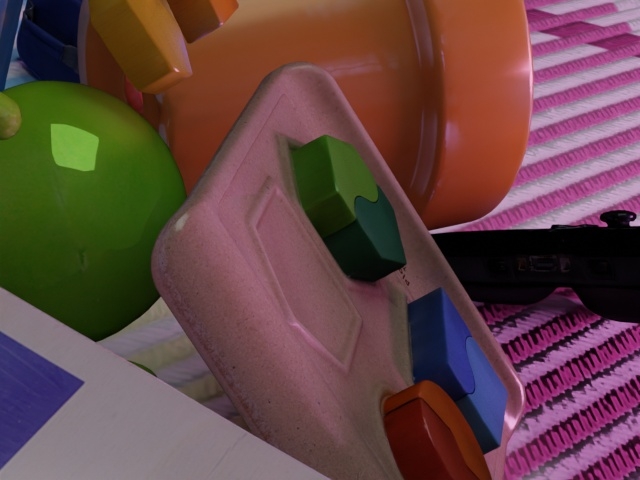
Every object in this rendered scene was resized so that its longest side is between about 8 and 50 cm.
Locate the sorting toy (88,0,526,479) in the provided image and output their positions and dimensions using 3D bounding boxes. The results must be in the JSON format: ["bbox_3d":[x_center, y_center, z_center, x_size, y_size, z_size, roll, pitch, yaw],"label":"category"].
[{"bbox_3d":[0.000,0.000,0.805,0.307,0.041,0.229,58,22,-13],"label":"sorting toy"}]

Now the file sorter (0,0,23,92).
[{"bbox_3d":[-0.251,-0.159,1.062,0.104,0.118,0.170,-9,38,-41],"label":"file sorter"}]

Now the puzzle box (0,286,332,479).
[{"bbox_3d":[-0.186,0.149,0.396,0.272,0.052,0.409,29,51,18],"label":"puzzle box"}]

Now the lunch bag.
[{"bbox_3d":[-0.134,-0.119,1.123,0.065,0.067,0.098,-6,35,-43],"label":"lunch bag"}]

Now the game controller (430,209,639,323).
[{"bbox_3d":[0.180,0.007,0.952,0.166,0.067,0.319,9,-5,-24],"label":"game controller"}]

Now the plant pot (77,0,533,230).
[{"bbox_3d":[-0.020,-0.092,1.029,0.188,0.205,0.205,-12,38,-25],"label":"plant pot"}]

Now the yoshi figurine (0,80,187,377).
[{"bbox_3d":[-0.118,0.034,0.712,0.203,0.203,0.362,21,22,-23],"label":"yoshi figurine"}]
